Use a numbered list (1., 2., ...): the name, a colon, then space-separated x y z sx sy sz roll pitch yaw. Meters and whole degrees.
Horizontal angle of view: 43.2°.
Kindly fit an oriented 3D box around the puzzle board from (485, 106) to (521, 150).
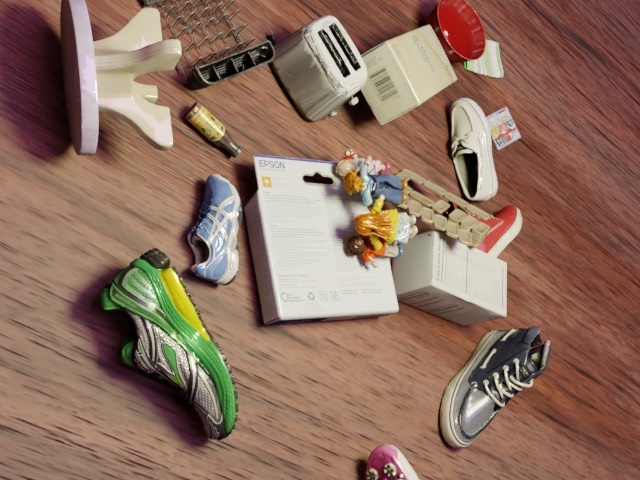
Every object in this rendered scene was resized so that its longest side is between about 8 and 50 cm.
1. puzzle board: 0.501 -0.309 2.218 0.128 0.011 0.097 -29 95 -43

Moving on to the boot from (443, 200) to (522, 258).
1. boot: 0.395 -0.056 1.996 0.176 0.088 0.244 54 53 -11

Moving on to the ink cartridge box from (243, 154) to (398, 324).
1. ink cartridge box: 0.000 0.000 1.653 0.324 0.071 0.330 2 71 -40

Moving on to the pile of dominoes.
1. pile of dominoes: 0.254 -0.065 1.815 0.251 0.040 0.196 31 31 16

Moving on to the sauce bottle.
1. sauce bottle: -0.205 -0.212 1.568 0.128 0.042 0.042 40 53 -21

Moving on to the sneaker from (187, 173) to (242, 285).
1. sneaker: -0.196 -0.026 1.486 0.081 0.080 0.211 10 68 -41

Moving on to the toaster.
1. toaster: -0.005 -0.376 1.722 0.129 0.146 0.227 -39 101 -42

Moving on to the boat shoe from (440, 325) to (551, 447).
1. boat shoe: 0.399 0.318 1.820 0.127 0.158 0.341 49 50 -16

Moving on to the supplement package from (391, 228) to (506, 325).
1. supplement package: 0.291 0.088 1.822 0.244 0.133 0.139 23 61 -33

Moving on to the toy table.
1. toy table: -0.340 -0.280 1.360 0.160 0.252 0.275 -3 90 -25

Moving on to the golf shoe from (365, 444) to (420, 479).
1. golf shoe: 0.185 0.532 1.615 0.140 0.115 0.306 -33 104 -52

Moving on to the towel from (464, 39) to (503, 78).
1. towel: 0.446 -0.511 2.232 0.152 0.023 0.113 2 73 -40

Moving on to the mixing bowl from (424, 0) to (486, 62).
1. mixing bowl: 0.331 -0.531 2.091 0.181 0.098 0.182 15 65 -37

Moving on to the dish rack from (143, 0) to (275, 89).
1. dish rack: -0.234 -0.440 1.600 0.208 0.074 0.272 -34 98 -42

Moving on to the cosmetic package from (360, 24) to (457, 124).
1. cosmetic package: 0.197 -0.388 1.865 0.160 0.113 0.309 61 32 -8

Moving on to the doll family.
1. doll family: 0.114 -0.081 1.655 0.163 0.118 0.263 3 72 -40

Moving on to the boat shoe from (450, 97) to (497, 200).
1. boat shoe: 0.370 -0.228 2.030 0.088 0.096 0.268 -10 90 -46

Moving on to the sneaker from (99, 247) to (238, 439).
1. sneaker: -0.251 0.192 1.358 0.146 0.134 0.344 -31 101 -17
